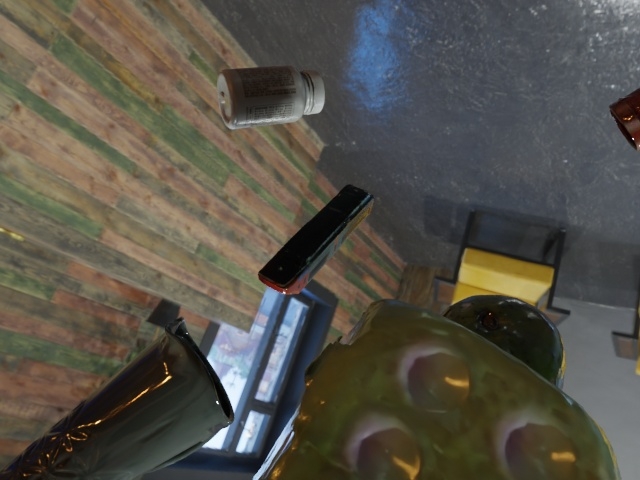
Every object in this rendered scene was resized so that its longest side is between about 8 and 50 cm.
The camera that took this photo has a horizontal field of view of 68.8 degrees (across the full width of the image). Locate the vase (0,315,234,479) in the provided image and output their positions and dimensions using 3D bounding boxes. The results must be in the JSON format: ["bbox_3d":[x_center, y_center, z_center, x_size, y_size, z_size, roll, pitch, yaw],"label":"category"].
[{"bbox_3d":[-0.263,0.263,0.640,0.156,0.301,0.251,47,168,44],"label":"vase"}]

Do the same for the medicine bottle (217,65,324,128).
[{"bbox_3d":[-0.069,-0.205,0.664,0.140,0.079,0.079,-13,177,-23],"label":"medicine bottle"}]

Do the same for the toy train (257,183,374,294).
[{"bbox_3d":[0.000,0.000,1.116,0.086,0.409,0.089,25,136,19],"label":"toy train"}]

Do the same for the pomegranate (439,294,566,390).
[{"bbox_3d":[0.272,0.205,0.736,0.214,0.214,0.248,10,141,31],"label":"pomegranate"}]

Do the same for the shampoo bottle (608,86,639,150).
[{"bbox_3d":[0.426,-0.184,0.450,0.260,0.102,0.064,-32,177,28],"label":"shampoo bottle"}]

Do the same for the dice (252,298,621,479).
[{"bbox_3d":[0.083,0.223,0.445,0.254,0.252,0.250,33,163,12],"label":"dice"}]
